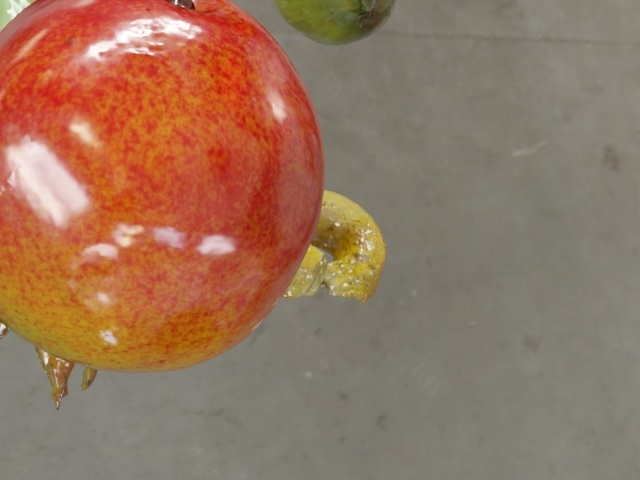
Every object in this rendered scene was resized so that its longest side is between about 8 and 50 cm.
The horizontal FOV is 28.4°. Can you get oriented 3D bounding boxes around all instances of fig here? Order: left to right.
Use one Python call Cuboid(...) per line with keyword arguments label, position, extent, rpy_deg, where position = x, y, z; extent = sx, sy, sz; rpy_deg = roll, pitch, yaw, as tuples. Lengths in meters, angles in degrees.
Cuboid(label="fig", position=(0.030, -0.254, 1.248), extent=(0.149, 0.149, 0.245), rpy_deg=(47, 6, -23))

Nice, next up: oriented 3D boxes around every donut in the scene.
Cuboid(label="donut", position=(0.000, 0.000, 0.951), extent=(0.108, 0.043, 0.097), rpy_deg=(-1, 53, -33))

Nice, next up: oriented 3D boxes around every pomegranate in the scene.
Cuboid(label="pomegranate", position=(-0.113, -0.021, 0.711), extent=(0.221, 0.257, 0.221), rpy_deg=(29, 24, -14))

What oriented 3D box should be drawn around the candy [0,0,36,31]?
Cuboid(label="candy", position=(-0.158, -0.130, 0.861), extent=(0.142, 0.132, 0.344), rpy_deg=(10, 99, -11))
